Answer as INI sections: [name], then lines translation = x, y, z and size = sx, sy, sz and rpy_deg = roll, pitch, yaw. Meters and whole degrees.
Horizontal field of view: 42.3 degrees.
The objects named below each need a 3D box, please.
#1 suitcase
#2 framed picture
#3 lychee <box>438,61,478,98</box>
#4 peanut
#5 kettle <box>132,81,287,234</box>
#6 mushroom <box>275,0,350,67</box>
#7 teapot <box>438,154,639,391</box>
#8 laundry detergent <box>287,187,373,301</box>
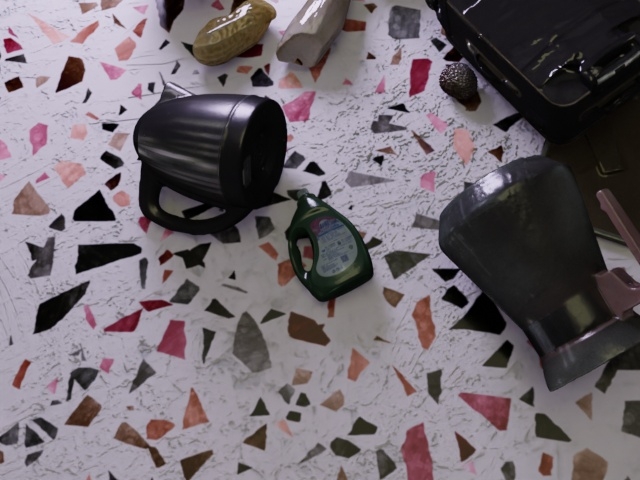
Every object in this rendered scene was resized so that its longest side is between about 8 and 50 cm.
[suitcase]
translation = 0.409, -0.389, 1.526
size = 0.283, 0.194, 0.434
rpy_deg = -36, 62, -3
[framed picture]
translation = 0.539, -0.162, 1.535
size = 0.247, 0.022, 0.335
rpy_deg = 18, 73, 13
[lychee]
translation = 0.266, -0.309, 1.596
size = 0.083, 0.068, 0.067
rpy_deg = 47, 122, 15
[peanut]
translation = -0.175, -0.421, 1.672
size = 0.194, 0.083, 0.093
rpy_deg = -38, 36, -13
[kettle]
translation = -0.222, -0.164, 1.543
size = 0.271, 0.251, 0.207
rpy_deg = 13, 41, 18
[mushroom]
translation = 0.004, -0.455, 1.659
size = 0.096, 0.108, 0.247
rpy_deg = 33, 75, -23
[teapot]
translation = 0.383, 0.040, 1.347
size = 0.253, 0.300, 0.344
rpy_deg = -19, 72, -39
[laundry detergent]
translation = 0.000, 0.000, 1.507
size = 0.137, 0.063, 0.211
rpy_deg = -29, 69, 1
